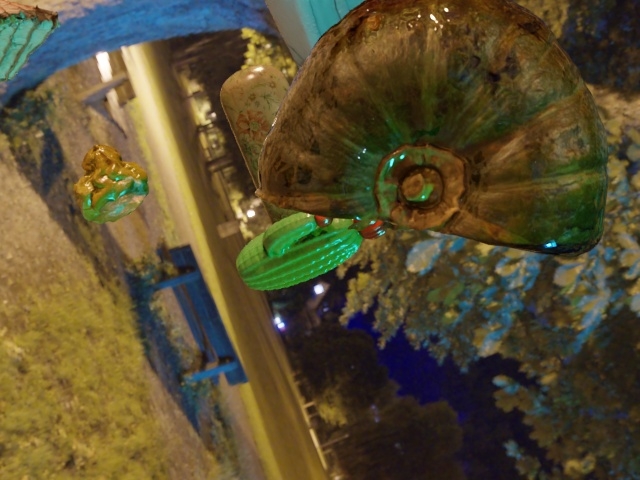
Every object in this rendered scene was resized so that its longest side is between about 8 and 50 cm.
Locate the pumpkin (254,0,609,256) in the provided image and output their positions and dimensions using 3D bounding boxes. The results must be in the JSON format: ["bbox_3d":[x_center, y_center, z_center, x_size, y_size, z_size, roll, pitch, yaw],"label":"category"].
[{"bbox_3d":[0.115,-0.117,0.662,0.242,0.324,0.232,-34,135,-82],"label":"pumpkin"}]

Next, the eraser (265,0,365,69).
[{"bbox_3d":[0.060,-0.379,1.074,0.122,0.272,0.359,39,-7,23],"label":"eraser"}]

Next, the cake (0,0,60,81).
[{"bbox_3d":[-0.419,-0.270,0.887,0.287,0.098,0.135,1,-85,50],"label":"cake"}]

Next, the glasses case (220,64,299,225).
[{"bbox_3d":[-0.082,-0.176,1.531,0.098,0.156,0.425,-142,-151,-87],"label":"glasses case"}]

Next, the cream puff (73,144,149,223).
[{"bbox_3d":[-0.396,-0.106,1.299,0.116,0.146,0.146,56,-6,6],"label":"cream puff"}]

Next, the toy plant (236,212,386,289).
[{"bbox_3d":[-0.013,0.001,0.982,0.154,0.240,0.088,10,56,-42],"label":"toy plant"}]
